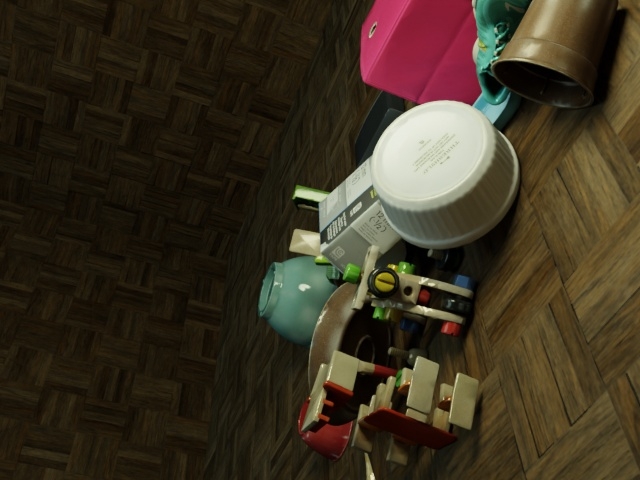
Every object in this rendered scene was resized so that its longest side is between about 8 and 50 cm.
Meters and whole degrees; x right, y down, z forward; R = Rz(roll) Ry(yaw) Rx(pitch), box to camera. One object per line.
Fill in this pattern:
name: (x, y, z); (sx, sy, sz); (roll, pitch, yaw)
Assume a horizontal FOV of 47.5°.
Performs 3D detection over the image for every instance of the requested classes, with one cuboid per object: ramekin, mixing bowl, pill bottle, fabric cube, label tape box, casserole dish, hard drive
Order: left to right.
mixing bowl: (0.005, 0.453, 1.820); (0.181, 0.098, 0.181); (-165, 90, -76)
pill bottle: (0.136, -0.003, 1.764); (0.221, 0.124, 0.124); (-114, 42, -69)
hard drive: (0.167, -0.322, 2.123); (0.172, 0.054, 0.255); (-89, 21, -46)
label tape box: (0.152, -0.108, 1.573); (0.347, 0.115, 0.249); (-44, 20, 20)
ramekin: (0.215, -0.131, 1.320); (0.273, 0.127, 0.273); (-15, 55, 23)
fabric cube: (0.254, -0.460, 1.548); (0.254, 0.259, 0.258); (-87, 20, -44)
casserole dish: (0.343, -0.256, 1.441); (0.188, 0.037, 0.114); (122, 158, -48)

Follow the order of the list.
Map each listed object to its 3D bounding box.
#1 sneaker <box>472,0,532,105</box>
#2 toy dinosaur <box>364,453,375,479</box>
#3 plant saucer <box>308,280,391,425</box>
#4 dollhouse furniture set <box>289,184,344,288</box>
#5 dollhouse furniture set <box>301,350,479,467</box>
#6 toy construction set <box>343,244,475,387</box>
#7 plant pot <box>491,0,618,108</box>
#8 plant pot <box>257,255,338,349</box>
sneaker: (0.316, -0.340, 1.256); (0.275, 0.107, 0.110); (65, -151, -62)
toy dinosaur: (0.103, 0.528, 1.505); (0.092, 0.053, 0.183); (-45, 36, 31)
plant saucer: (0.077, 0.243, 1.545); (0.050, 0.310, 0.310); (6, 77, 32)
dollhouse furniture set: (0.000, 0.000, 2.008); (0.301, 0.151, 0.197); (69, -147, -74)
dollhouse furniture set: (0.109, 0.309, 1.271); (0.262, 0.259, 0.135); (124, 167, -54)
toy construction set: (0.129, 0.134, 1.420); (0.257, 0.237, 0.309); (-115, 43, -68)
plant pot: (0.380, -0.320, 1.153); (0.165, 0.167, 0.167); (-67, 14, -3)
plant pot: (-0.076, 0.172, 2.220); (0.293, 0.196, 0.293); (-164, 90, -75)
